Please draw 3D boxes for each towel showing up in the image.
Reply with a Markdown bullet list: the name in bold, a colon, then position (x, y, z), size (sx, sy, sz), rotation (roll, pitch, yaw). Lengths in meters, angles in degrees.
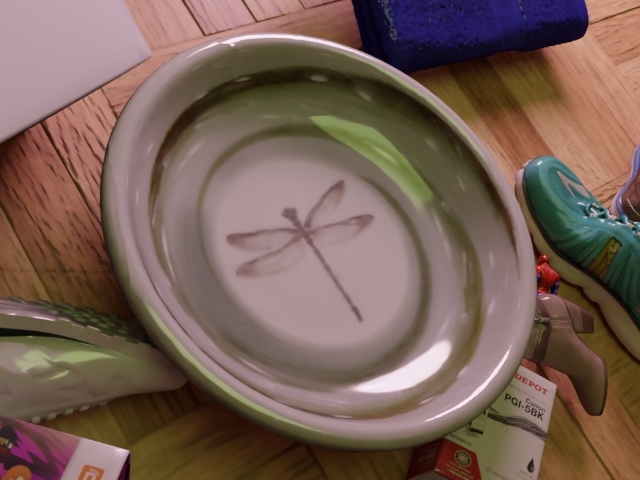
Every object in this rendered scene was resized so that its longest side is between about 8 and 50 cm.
- **towel**: position (0.159, -0.315, 0.985), size (0.308, 0.076, 0.228), rotation (-17, 90, -29)

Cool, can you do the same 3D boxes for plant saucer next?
- **plant saucer**: position (0.000, 0.000, 0.758), size (0.400, 0.100, 0.400), rotation (12, 57, -19)

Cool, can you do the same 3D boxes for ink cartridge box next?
- **ink cartridge box**: position (0.148, 0.173, 0.771), size (0.099, 0.056, 0.135), rotation (28, 57, -9)

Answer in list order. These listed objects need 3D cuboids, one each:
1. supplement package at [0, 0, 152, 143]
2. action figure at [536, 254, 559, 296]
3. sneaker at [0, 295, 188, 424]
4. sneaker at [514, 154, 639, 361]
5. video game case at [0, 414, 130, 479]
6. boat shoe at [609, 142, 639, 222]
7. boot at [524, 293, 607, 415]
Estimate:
- **supplement package**: position (-0.273, -0.160, 0.593), size (0.204, 0.145, 0.262), rotation (62, 25, -16)
- **action figure**: position (0.226, 0.066, 0.879), size (0.038, 0.030, 0.115), rotation (23, 64, -18)
- **sneaker**: position (-0.209, 0.096, 0.637), size (0.235, 0.090, 0.095), rotation (12, 90, -29)
- **sneaker**: position (0.323, 0.008, 0.907), size (0.275, 0.110, 0.107), rotation (47, 55, 4)
- **video game case**: position (-0.252, 0.182, 0.477), size (0.232, 0.042, 0.210), rotation (16, 42, 1)
- **boat shoe**: position (0.411, -0.081, 1.019), size (0.066, 0.066, 0.183), rotation (39, 55, -3)
- **boot**: position (0.230, 0.111, 0.829), size (0.087, 0.042, 0.118), rotation (6, 69, -24)
